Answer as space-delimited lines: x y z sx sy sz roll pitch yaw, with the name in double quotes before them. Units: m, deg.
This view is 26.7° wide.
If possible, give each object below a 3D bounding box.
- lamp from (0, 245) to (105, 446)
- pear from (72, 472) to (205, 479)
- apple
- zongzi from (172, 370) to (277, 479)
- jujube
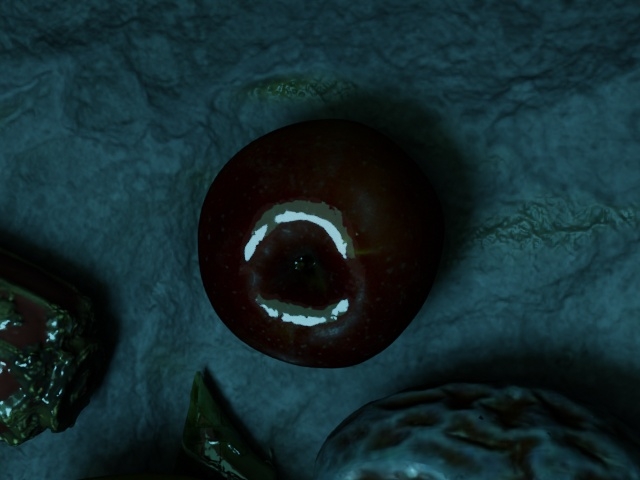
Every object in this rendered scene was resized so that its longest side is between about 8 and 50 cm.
"lamp" -0.348 0.086 1.333 0.274 0.177 0.177 26 104 14
"pear" -0.141 0.374 1.181 0.386 0.191 0.340 25 73 -7
"apple" 0.000 0.000 1.194 0.218 0.201 0.218 3 101 14
"zongzi" -0.085 0.199 1.326 0.109 0.055 0.119 13 96 14
"jujube" 0.152 0.239 1.158 0.308 0.215 0.246 -8 64 13
